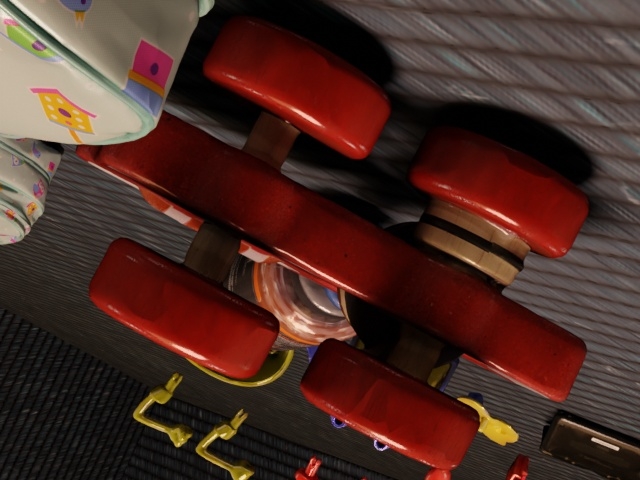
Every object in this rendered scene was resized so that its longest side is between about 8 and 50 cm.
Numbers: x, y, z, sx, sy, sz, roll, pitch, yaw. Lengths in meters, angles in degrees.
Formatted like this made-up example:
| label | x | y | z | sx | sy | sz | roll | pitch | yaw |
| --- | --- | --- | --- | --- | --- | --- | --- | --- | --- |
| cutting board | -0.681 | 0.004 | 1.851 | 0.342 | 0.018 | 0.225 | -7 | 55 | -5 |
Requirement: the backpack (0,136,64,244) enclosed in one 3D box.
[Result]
| label | x | y | z | sx | sy | sz | roll | pitch | yaw |
| --- | --- | --- | --- | --- | --- | --- | --- | --- | --- |
| backpack | -0.316 | -0.073 | 1.025 | 0.152 | 0.115 | 0.182 | 5 | 160 | 46 |

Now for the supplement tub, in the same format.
| label | x | y | z | sx | sy | sz | roll | pitch | yaw |
| --- | --- | --- | --- | --- | --- | --- | --- | --- | --- |
| supplement tub | -0.010 | 0.033 | 0.949 | 0.106 | 0.106 | 0.198 | 26 | 167 | -12 |

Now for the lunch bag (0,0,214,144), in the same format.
| label | x | y | z | sx | sy | sz | roll | pitch | yaw |
| --- | --- | --- | --- | --- | --- | --- | --- | --- | --- |
| lunch bag | -0.197 | -0.148 | 0.562 | 0.279 | 0.108 | 0.224 | 10 | 156 | 38 |

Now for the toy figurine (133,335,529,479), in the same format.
| label | x | y | z | sx | sy | sz | roll | pitch | yaw |
| --- | --- | --- | --- | --- | --- | --- | --- | --- | --- |
| toy figurine | 0.030 | 0.146 | 1.168 | 0.363 | 0.191 | 0.217 | 26 | -160 | 8 |

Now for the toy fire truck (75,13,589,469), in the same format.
| label | x | y | z | sx | sy | sz | roll | pitch | yaw |
| --- | --- | --- | --- | --- | --- | --- | --- | --- | --- |
| toy fire truck | 0.000 | 0.000 | 0.716 | 0.302 | 0.169 | 0.254 | 27 | 179 | -13 |

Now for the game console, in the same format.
| label | x | y | z | sx | sy | sz | roll | pitch | yaw |
| --- | --- | --- | --- | --- | --- | --- | --- | --- | --- |
| game console | 0.315 | 0.225 | 1.347 | 0.122 | 0.071 | 0.107 | 20 | 136 | 9 |
